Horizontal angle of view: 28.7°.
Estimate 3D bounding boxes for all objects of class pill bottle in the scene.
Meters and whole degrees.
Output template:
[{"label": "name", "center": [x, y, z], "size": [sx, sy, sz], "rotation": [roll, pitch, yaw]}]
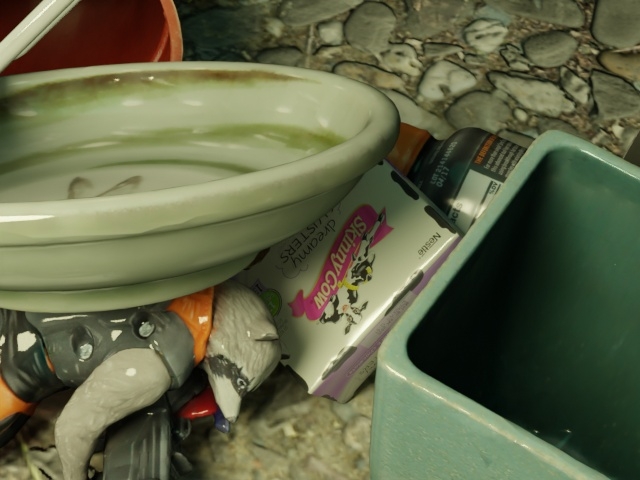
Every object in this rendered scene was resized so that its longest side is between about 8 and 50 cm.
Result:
[{"label": "pill bottle", "center": [0.157, -0.012, 1.033], "size": [0.246, 0.130, 0.130], "rotation": [25, 50, 12]}]

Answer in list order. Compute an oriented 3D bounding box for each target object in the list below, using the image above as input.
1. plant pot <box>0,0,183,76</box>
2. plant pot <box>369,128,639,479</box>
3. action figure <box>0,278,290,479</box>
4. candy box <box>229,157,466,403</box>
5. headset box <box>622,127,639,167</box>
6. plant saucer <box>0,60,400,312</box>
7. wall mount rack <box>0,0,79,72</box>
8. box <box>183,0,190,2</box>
[{"label": "plant pot", "center": [-0.242, -0.245, 1.095], "size": [0.272, 0.272, 0.265], "rotation": [7, 40, -4]}, {"label": "plant pot", "center": [0.179, 0.131, 0.831], "size": [0.247, 0.252, 0.248], "rotation": [29, 51, 15]}, {"label": "action figure", "center": [-0.180, 0.107, 0.843], "size": [0.330, 0.178, 0.341], "rotation": [-10, 48, -6]}, {"label": "candy box", "center": [0.000, 0.000, 0.977], "size": [0.165, 0.070, 0.196], "rotation": [-48, 63, 6]}, {"label": "headset box", "center": [0.383, -0.054, 1.038], "size": [0.218, 0.110, 0.293], "rotation": [33, 20, 18]}, {"label": "plant saucer", "center": [-0.146, -0.035, 0.831], "size": [0.400, 0.100, 0.400], "rotation": [-3, 19, 1]}, {"label": "wall mount rack", "center": [-0.251, -0.147, 0.819], "size": [0.304, 0.130, 0.350], "rotation": [-3, 19, -1]}, {"label": "box", "center": [-0.163, -0.313, 1.295], "size": [0.178, 0.042, 0.109], "rotation": [28, 51, 13]}]
